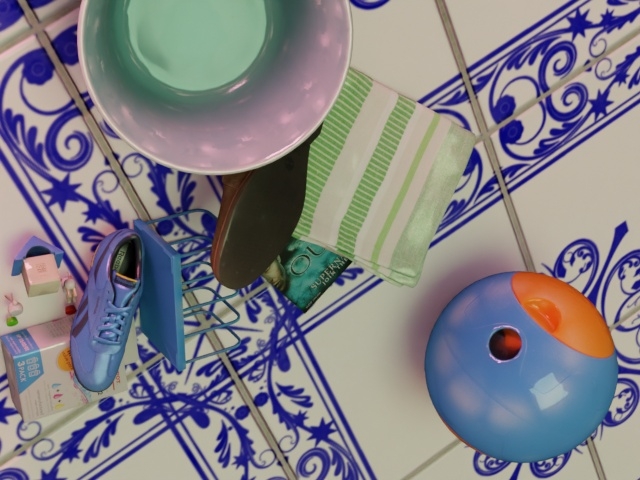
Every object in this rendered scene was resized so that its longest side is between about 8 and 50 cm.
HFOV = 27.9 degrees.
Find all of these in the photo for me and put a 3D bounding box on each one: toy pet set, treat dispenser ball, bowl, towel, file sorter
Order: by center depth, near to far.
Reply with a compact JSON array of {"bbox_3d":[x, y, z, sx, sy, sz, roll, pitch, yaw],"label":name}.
[{"bbox_3d":[-0.132,-0.245,1.501,0.311,0.163,0.312,-4,108,-14],"label":"bowl"},{"bbox_3d":[-0.367,0.051,1.618,0.122,0.065,0.114,-10,154,-24],"label":"toy pet set"},{"bbox_3d":[-0.171,0.060,1.692,0.104,0.118,0.170,-15,121,-28],"label":"file sorter"},{"bbox_3d":[0.054,-0.095,1.767,0.324,0.038,0.248,24,89,-33],"label":"towel"},{"bbox_3d":[0.300,0.190,1.935,0.288,0.288,0.288,-14,121,-25],"label":"treat dispenser ball"}]

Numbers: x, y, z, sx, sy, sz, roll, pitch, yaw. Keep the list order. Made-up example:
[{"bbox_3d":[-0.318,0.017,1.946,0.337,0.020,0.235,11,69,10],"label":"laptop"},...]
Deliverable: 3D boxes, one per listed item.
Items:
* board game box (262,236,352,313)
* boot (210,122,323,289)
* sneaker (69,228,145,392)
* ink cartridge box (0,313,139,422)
[{"bbox_3d":[0.000,0.000,1.821,0.186,0.026,0.126,-48,129,-1],"label":"board game box"},{"bbox_3d":[-0.086,-0.088,1.627,0.112,0.115,0.305,28,77,-52],"label":"boot"},{"bbox_3d":[-0.265,0.086,1.618,0.069,0.082,0.209,15,79,-23],"label":"sneaker"},{"bbox_3d":[-0.316,0.156,1.686,0.181,0.061,0.104,-17,121,-24],"label":"ink cartridge box"}]
